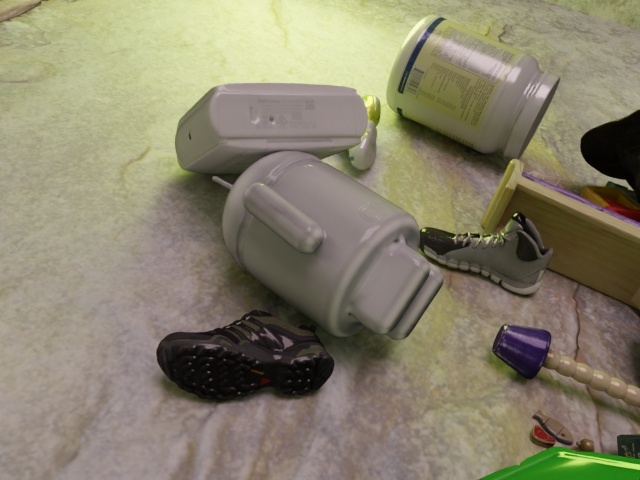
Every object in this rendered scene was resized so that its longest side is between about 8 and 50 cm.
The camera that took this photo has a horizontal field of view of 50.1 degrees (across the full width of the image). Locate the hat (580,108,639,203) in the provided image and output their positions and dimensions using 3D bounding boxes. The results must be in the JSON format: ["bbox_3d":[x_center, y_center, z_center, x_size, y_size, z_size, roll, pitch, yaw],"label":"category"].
[{"bbox_3d":[0.700,-0.144,1.406,0.331,0.331,0.134,10,72,-9],"label":"hat"}]

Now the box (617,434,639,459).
[{"bbox_3d":[0.533,0.276,0.866,0.232,0.183,0.059,5,75,-15],"label":"box"}]

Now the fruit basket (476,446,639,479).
[{"bbox_3d":[0.217,0.403,0.576,0.391,0.283,0.392,5,80,-29],"label":"fruit basket"}]

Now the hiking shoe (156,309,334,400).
[{"bbox_3d":[-0.101,0.141,0.887,0.226,0.086,0.114,9,26,-22],"label":"hiking shoe"}]

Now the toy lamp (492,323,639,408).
[{"bbox_3d":[0.386,0.197,0.993,0.274,0.080,0.080,22,37,8],"label":"toy lamp"}]

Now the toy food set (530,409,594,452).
[{"bbox_3d":[0.332,0.279,0.913,0.122,0.019,0.078,34,40,21],"label":"toy food set"}]

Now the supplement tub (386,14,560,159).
[{"bbox_3d":[0.336,-0.336,1.527,0.324,0.236,0.235,29,38,15],"label":"supplement tub"}]

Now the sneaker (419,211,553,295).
[{"bbox_3d":[0.287,-0.006,1.168,0.228,0.132,0.086,21,37,6],"label":"sneaker"}]

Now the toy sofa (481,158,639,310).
[{"bbox_3d":[0.480,-0.007,1.231,0.362,0.150,0.177,26,38,11],"label":"toy sofa"}]

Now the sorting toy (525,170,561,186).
[{"bbox_3d":[0.458,-0.133,1.478,0.083,0.045,0.075,2,32,-19],"label":"sorting toy"}]

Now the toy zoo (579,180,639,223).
[{"bbox_3d":[0.676,-0.046,1.432,0.192,0.030,0.293,5,30,-17],"label":"toy zoo"}]

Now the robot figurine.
[{"bbox_3d":[0.000,0.000,0.986,0.353,0.200,0.300,34,-2,27],"label":"robot figurine"}]

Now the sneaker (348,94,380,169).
[{"bbox_3d":[0.054,-0.222,1.415,0.126,0.091,0.240,2,36,11],"label":"sneaker"}]

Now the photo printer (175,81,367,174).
[{"bbox_3d":[-0.100,-0.178,1.146,0.255,0.107,0.307,-4,-1,-23],"label":"photo printer"}]
